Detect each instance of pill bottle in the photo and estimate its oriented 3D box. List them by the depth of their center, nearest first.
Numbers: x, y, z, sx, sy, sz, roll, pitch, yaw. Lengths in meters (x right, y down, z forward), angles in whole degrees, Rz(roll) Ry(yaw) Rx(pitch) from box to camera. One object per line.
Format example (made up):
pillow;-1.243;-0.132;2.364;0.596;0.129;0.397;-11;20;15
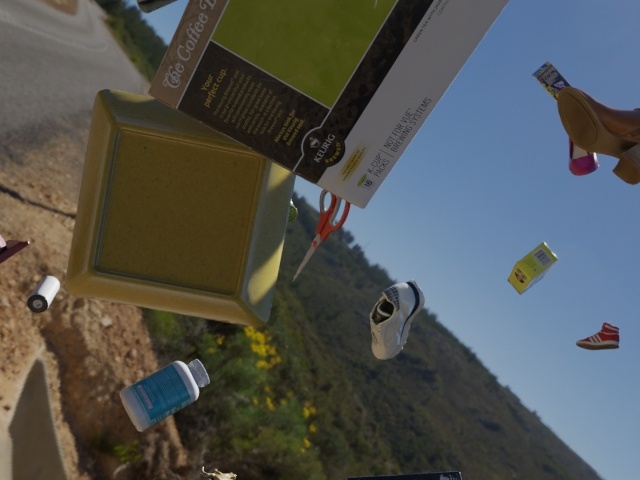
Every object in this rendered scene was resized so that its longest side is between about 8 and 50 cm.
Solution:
pill bottle;-0.492;0.482;2.103;0.146;0.264;0.146;45;-29;35

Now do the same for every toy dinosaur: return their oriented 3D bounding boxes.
toy dinosaur;-0.245;0.579;1.569;0.092;0.053;0.183;12;3;2

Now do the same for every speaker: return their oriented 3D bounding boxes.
speaker;-0.757;0.146;1.801;0.055;0.055;0.136;45;7;-20

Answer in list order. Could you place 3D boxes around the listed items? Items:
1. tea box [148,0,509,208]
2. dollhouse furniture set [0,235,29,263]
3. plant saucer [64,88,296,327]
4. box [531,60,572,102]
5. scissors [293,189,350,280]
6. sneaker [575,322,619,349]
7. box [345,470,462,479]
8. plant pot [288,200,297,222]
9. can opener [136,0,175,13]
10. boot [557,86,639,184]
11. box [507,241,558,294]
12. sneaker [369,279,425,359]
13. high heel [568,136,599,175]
tea box;0.005;-0.280;0.855;0.323;0.329;0.220;28;27;-14
dollhouse furniture set;-0.682;-0.035;1.159;0.374;0.152;0.201;4;-51;52
plant saucer;-0.216;-0.044;1.014;0.332;0.333;0.081;11;5;-4
box;0.640;-0.394;1.747;0.169;0.054;0.059;43;19;-14
scissors;0.000;0.000;1.715;0.021;0.297;0.109;1;26;-46
sneaker;0.744;0.256;1.761;0.042;0.067;0.118;32;-27;-33
box;0.184;0.625;1.488;0.165;0.270;0.144;102;-15;-48
plant pot;-0.104;-0.086;1.908;0.083;0.083;0.079;45;-6;-27
can opener;-0.247;-0.537;1.345;0.074;0.280;0.093;76;-7;-69
boot;0.693;-0.270;1.474;0.283;0.220;0.109;51;-22;26
box;0.526;0.073;1.643;0.058;0.087;0.232;53;-1;18
sneaker;0.147;0.183;1.470;0.090;0.094;0.235;49;-42;36
high heel;0.739;-0.273;1.865;0.082;0.244;0.117;-7;-63;30
